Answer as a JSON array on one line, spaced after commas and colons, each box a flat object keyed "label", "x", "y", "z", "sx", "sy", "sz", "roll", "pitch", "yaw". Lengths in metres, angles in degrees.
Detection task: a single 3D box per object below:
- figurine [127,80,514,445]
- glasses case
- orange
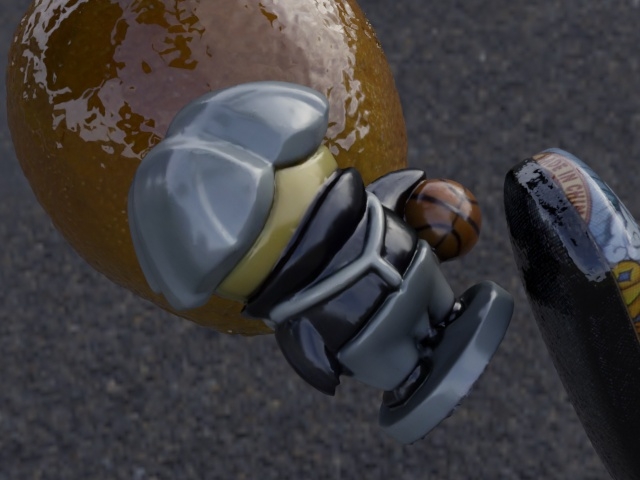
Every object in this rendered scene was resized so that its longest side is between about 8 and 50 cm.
[{"label": "figurine", "x": 0.000, "y": 0.000, "z": 1.000, "sx": 0.236, "sy": 0.133, "sz": 0.176, "roll": 36, "pitch": 61, "yaw": -9}, {"label": "glasses case", "x": 0.192, "y": 0.081, "z": 0.997, "sx": 0.082, "sy": 0.321, "sz": 0.122, "roll": -30, "pitch": 35, "yaw": -2}, {"label": "orange", "x": -0.090, "y": -0.095, "z": 1.382, "sx": 0.322, "sy": 0.357, "sz": 0.322, "roll": -31, "pitch": 0, "yaw": 0}]
